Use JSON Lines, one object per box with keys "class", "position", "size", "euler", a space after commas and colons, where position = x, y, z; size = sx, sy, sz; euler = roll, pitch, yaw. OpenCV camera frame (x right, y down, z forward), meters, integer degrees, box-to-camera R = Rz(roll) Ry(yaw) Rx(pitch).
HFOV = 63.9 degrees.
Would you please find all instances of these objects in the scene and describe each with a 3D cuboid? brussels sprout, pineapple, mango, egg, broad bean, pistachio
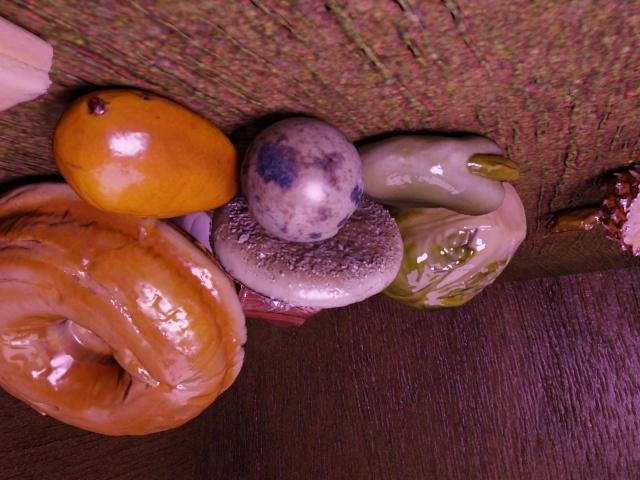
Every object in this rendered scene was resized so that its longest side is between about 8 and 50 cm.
{"class": "brussels sprout", "position": [0.211, 0.004, 0.876], "size": [0.219, 0.210, 0.271], "euler": [32, 136, -33]}
{"class": "pineapple", "position": [0.545, -0.068, 0.883], "size": [0.176, 0.161, 0.137], "euler": [-5, -154, -12]}
{"class": "mango", "position": [-0.174, -0.083, 0.551], "size": [0.147, 0.109, 0.227], "euler": [-35, 156, 19]}
{"class": "egg", "position": [-0.018, -0.067, 0.594], "size": [0.141, 0.141, 0.181], "euler": [-7, 179, 11]}
{"class": "broad bean", "position": [0.143, -0.085, 0.677], "size": [0.228, 0.100, 0.169], "euler": [-4, 168, 15]}
{"class": "pistachio", "position": [0.573, -0.051, 1.105], "size": [0.173, 0.049, 0.089], "euler": [-12, -171, 25]}

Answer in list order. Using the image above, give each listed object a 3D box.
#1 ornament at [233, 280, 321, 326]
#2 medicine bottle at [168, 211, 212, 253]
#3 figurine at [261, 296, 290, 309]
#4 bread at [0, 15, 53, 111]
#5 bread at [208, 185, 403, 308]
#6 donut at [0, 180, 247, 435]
{"class": "ornament", "position": [-0.140, 0.107, 1.242], "size": [0.217, 0.235, 0.221], "euler": [12, 117, -40]}
{"class": "medicine bottle", "position": [-0.319, 0.023, 0.914], "size": [0.252, 0.144, 0.144], "euler": [-4, 169, 13]}
{"class": "figurine", "position": [-0.042, 0.012, 0.955], "size": [0.207, 0.166, 0.387], "euler": [26, 149, -4]}
{"class": "bread", "position": [-0.301, -0.138, 0.350], "size": [0.139, 0.060, 0.178], "euler": [-11, 166, 29]}
{"class": "bread", "position": [-0.015, -0.016, 0.681], "size": [0.267, 0.267, 0.040], "euler": [0, 130, -18]}
{"class": "donut", "position": [-0.329, 0.118, 0.775], "size": [0.449, 0.449, 0.198], "euler": [-8, -150, 16]}
